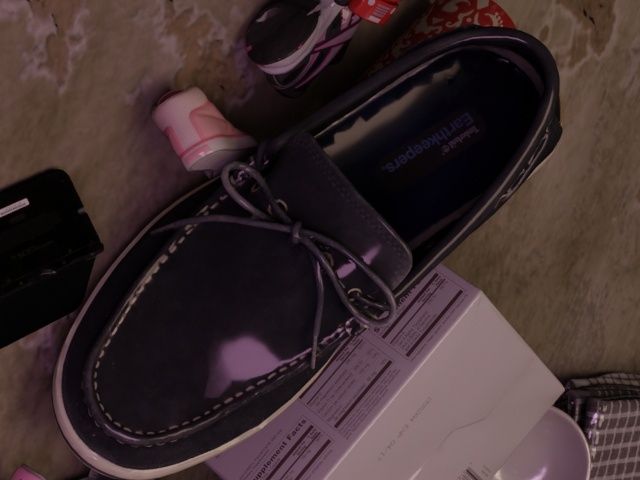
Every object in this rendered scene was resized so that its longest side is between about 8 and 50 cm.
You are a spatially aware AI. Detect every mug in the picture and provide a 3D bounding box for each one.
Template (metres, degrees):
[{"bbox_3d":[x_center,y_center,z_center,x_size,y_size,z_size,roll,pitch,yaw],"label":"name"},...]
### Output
[{"bbox_3d":[0.113,-0.129,1.619,0.169,0.150,0.113,-51,167,-30],"label":"mug"}]

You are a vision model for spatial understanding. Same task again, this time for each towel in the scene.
[{"bbox_3d":[0.331,0.274,2.051,0.284,0.121,0.235,1,103,-50],"label":"towel"}]

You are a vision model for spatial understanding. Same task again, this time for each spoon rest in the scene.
[{"bbox_3d":[0.196,0.301,1.911,0.084,0.137,0.276,-87,-168,-80],"label":"spoon rest"}]

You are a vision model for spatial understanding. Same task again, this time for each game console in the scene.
[{"bbox_3d":[-0.232,0.019,1.368,0.122,0.071,0.107,-29,95,-41],"label":"game console"}]

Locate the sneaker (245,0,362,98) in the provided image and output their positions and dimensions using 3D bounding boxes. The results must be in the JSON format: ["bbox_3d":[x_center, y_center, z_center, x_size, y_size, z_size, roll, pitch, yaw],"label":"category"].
[{"bbox_3d":[0.006,-0.193,1.533,0.178,0.072,0.077,-45,147,-18],"label":"sneaker"}]

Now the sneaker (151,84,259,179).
[{"bbox_3d":[-0.093,-0.090,1.457,0.051,0.070,0.134,-35,172,10],"label":"sneaker"}]

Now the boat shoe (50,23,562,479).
[{"bbox_3d":[-0.005,-0.005,1.422,0.500,0.187,0.156,-38,175,-12],"label":"boat shoe"}]

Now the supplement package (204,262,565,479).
[{"bbox_3d":[0.052,0.155,1.610,0.262,0.145,0.204,-49,139,-5],"label":"supplement package"}]

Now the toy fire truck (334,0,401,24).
[{"bbox_3d":[0.029,-0.279,1.457,0.047,0.192,0.135,12,124,-51],"label":"toy fire truck"}]

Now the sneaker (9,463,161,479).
[{"bbox_3d":[-0.137,0.234,1.487,0.319,0.112,0.131,-1,108,-51],"label":"sneaker"}]
